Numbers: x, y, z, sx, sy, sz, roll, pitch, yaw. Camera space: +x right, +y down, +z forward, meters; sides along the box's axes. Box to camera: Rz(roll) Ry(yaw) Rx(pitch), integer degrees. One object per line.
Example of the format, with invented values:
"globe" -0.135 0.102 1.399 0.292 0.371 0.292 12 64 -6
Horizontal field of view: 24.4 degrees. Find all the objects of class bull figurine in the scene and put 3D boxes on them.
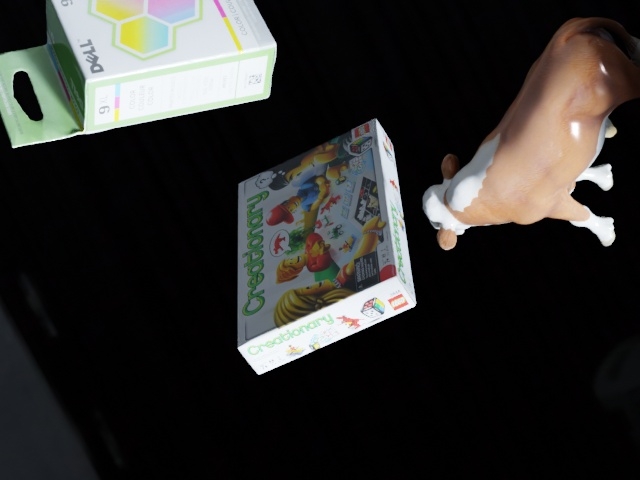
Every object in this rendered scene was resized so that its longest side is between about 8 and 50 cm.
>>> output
"bull figurine" 0.235 -0.089 1.483 0.101 0.188 0.310 -100 -150 -41

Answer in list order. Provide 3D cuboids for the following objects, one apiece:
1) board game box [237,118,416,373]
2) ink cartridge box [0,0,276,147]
"board game box" 0.000 0.000 1.675 0.193 0.053 0.305 -25 -145 15
"ink cartridge box" -0.151 -0.148 1.150 0.209 0.109 0.062 -14 144 -19
